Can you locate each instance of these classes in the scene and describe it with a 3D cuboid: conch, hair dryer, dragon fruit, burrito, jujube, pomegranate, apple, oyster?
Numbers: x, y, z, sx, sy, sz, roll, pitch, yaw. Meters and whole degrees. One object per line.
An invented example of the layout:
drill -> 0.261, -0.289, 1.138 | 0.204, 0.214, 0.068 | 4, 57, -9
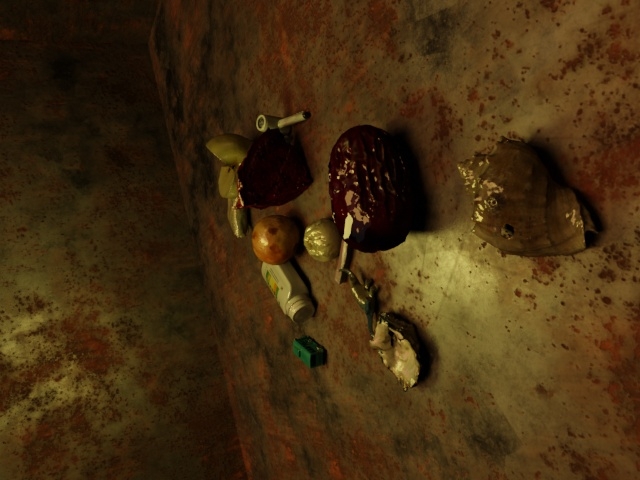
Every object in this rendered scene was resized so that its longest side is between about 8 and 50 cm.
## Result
conch -> 0.420, -0.069, 1.130 | 0.324, 0.186, 0.263 | 55, 160, 39
hair dryer -> -0.135, -0.470, 2.034 | 0.236, 0.131, 0.073 | 1, 91, 47
dragon fruit -> -0.250, -0.248, 2.031 | 0.286, 0.329, 0.228 | 60, 149, -4
burrito -> -0.428, -0.189, 2.644 | 0.175, 0.107, 0.347 | -170, 74, -75
jujube -> 0.147, -0.142, 1.517 | 0.258, 0.258, 0.376 | -23, 67, 60
pomegranate -> -0.198, -0.007, 2.175 | 0.215, 0.215, 0.215 | 27, 122, 55
apple -> -0.383, -0.353, 2.379 | 0.258, 0.233, 0.295 | -129, 25, -72
oyster -> 0.244, 0.346, 1.652 | 0.259, 0.092, 0.198 | 52, 141, 26

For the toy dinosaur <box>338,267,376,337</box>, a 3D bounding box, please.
toy dinosaur -> 0.141, 0.217, 1.811 | 0.248, 0.075, 0.188 | 45, 143, 37

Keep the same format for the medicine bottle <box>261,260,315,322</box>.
medicine bottle -> -0.143, 0.208, 2.248 | 0.324, 0.124, 0.179 | 53, 141, 37

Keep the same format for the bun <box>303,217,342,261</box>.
bun -> 0.000, 0.000, 1.939 | 0.188, 0.111, 0.164 | 17, 116, 54

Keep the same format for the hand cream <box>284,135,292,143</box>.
hand cream -> -0.194, -0.389, 2.201 | 0.235, 0.086, 0.055 | 133, 138, -60

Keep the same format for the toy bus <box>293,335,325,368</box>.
toy bus -> -0.053, 0.475, 2.202 | 0.160, 0.092, 0.079 | 27, 120, 55

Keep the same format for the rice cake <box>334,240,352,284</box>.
rice cake -> 0.086, 0.070, 1.887 | 0.047, 0.036, 0.206 | 38, 131, 37
